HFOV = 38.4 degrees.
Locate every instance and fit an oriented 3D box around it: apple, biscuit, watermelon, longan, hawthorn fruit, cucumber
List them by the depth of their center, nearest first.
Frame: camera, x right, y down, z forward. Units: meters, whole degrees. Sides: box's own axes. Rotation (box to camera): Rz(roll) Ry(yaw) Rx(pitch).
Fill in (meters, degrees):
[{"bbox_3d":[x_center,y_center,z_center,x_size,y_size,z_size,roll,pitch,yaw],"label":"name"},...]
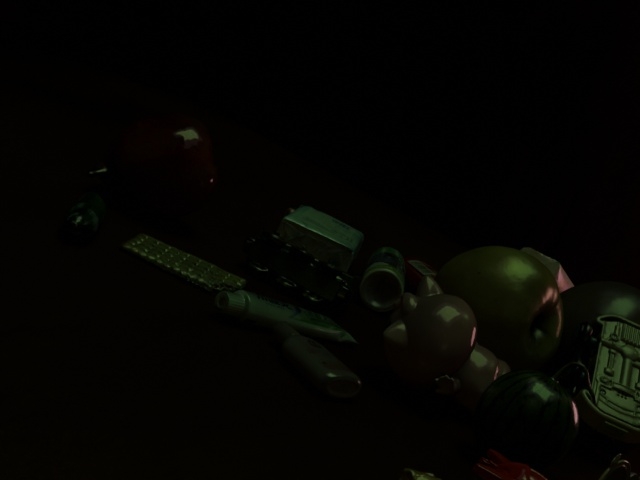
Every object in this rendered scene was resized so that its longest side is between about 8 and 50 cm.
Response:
[{"bbox_3d":[0.300,0.239,1.287,0.140,0.187,0.141,35,7,-5],"label":"watermelon"},{"bbox_3d":[-0.369,-0.039,1.448,0.056,0.056,0.250,24,9,-11],"label":"cucumber"},{"bbox_3d":[-0.223,0.040,1.508,0.203,0.016,0.144,25,9,1],"label":"biscuit"},{"bbox_3d":[-0.320,-0.143,1.750,0.248,0.208,0.208,-4,20,-20],"label":"hawthorn fruit"},{"bbox_3d":[0.337,0.142,1.771,0.262,0.262,0.262,25,10,-5],"label":"apple"},{"bbox_3d":[0.587,0.220,1.927,0.288,0.288,0.350,31,-1,29],"label":"longan"}]

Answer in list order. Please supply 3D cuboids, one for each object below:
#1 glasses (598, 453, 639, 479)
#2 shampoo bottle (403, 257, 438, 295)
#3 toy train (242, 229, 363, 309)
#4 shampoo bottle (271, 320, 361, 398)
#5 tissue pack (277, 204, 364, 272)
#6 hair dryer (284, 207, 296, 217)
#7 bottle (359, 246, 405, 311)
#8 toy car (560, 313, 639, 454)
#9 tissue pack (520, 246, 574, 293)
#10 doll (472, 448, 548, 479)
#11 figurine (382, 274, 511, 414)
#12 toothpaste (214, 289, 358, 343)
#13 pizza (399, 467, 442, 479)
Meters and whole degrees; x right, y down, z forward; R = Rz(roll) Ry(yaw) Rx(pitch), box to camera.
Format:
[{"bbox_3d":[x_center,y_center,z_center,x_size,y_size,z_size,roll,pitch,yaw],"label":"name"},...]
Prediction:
[{"bbox_3d":[0.480,0.415,1.270,0.189,0.088,0.221,20,31,-35],"label":"glasses"},{"bbox_3d":[0.278,0.129,2.148,0.118,0.076,0.314,22,11,-28],"label":"shampoo bottle"},{"bbox_3d":[-0.036,0.055,1.719,0.225,0.090,0.137,28,3,14],"label":"toy train"},{"bbox_3d":[-0.014,0.166,1.302,0.080,0.040,0.165,15,15,-42],"label":"shampoo bottle"},{"bbox_3d":[0.000,0.000,2.096,0.177,0.089,0.263,25,12,3],"label":"tissue pack"},{"bbox_3d":[-0.051,-0.043,2.363,0.063,0.037,0.114,20,18,-23],"label":"hair dryer"},{"bbox_3d":[0.140,0.079,2.009,0.093,0.093,0.330,26,9,2],"label":"bottle"},{"bbox_3d":[0.519,0.281,1.673,0.204,0.198,0.248,24,47,4],"label":"toy car"},{"bbox_3d":[0.493,0.149,2.102,0.124,0.185,0.225,34,-5,40],"label":"tissue pack"},{"bbox_3d":[0.273,0.322,1.155,0.169,0.057,0.109,28,8,19],"label":"doll"},{"bbox_3d":[0.205,0.203,1.456,0.287,0.176,0.186,39,-36,-16],"label":"figurine"},{"bbox_3d":[-0.050,0.122,1.446,0.296,0.048,0.074,19,12,-48],"label":"toothpaste"},{"bbox_3d":[0.136,0.296,0.940,0.182,0.062,0.161,34,18,33],"label":"pizza"}]
